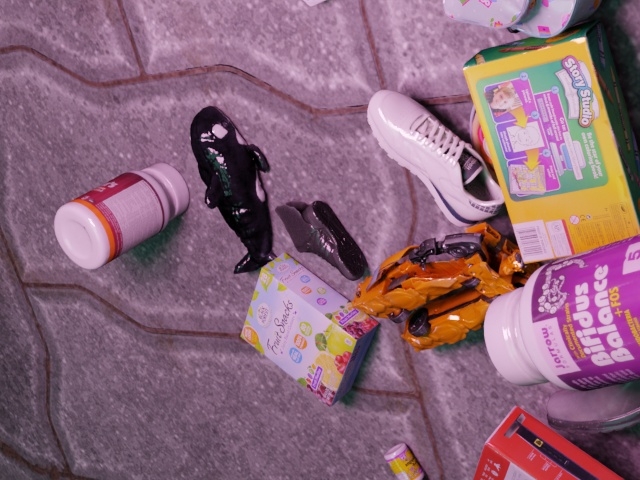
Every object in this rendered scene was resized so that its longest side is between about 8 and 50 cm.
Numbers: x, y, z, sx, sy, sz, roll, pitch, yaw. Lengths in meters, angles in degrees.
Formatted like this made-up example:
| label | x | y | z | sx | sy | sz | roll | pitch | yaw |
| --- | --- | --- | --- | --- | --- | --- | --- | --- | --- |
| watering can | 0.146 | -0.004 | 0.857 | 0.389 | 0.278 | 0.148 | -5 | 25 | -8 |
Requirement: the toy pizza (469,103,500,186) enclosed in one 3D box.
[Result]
| label | x | y | z | sx | sy | sz | roll | pitch | yaw |
| --- | --- | --- | --- | --- | --- | --- | --- | --- | --- |
| toy pizza | 0.283 | -0.131 | 1.569 | 0.201 | 0.032 | 0.201 | 20 | 126 | 30 |

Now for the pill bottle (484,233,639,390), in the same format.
| label | x | y | z | sx | sy | sz | roll | pitch | yaw |
| --- | --- | --- | --- | --- | --- | --- | --- | --- | --- |
| pill bottle | 0.351 | 0.092 | 1.435 | 0.301 | 0.169 | 0.169 | -23 | 98 | 46 |

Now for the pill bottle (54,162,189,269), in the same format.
| label | x | y | z | sx | sy | sz | roll | pitch | yaw |
| --- | --- | --- | --- | --- | --- | --- | --- | --- | --- |
| pill bottle | -0.334 | -0.047 | 2.004 | 0.121 | 0.221 | 0.121 | 20 | 126 | 30 |

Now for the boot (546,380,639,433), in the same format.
| label | x | y | z | sx | sy | sz | roll | pitch | yaw |
| --- | --- | --- | --- | --- | --- | --- | --- | --- | --- |
| boot | 0.421 | 0.123 | 1.566 | 0.338 | 0.118 | 0.222 | -22 | 92 | 38 |

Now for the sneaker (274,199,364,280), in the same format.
| label | x | y | z | sx | sy | sz | roll | pitch | yaw |
| --- | --- | --- | --- | --- | --- | --- | --- | --- | --- |
| sneaker | -0.002 | 0.001 | 1.877 | 0.089 | 0.051 | 0.170 | -36 | 85 | 46 |

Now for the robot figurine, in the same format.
| label | x | y | z | sx | sy | sz | roll | pitch | yaw |
| --- | --- | --- | --- | --- | --- | --- | --- | --- | --- |
| robot figurine | 0.189 | 0.066 | 1.697 | 0.211 | 0.085 | 0.291 | 35 | 140 | -23 |

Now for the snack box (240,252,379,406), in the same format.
| label | x | y | z | sx | sy | sz | roll | pitch | yaw |
| --- | --- | --- | --- | --- | --- | --- | --- | --- | --- |
| snack box | -0.023 | 0.149 | 1.965 | 0.207 | 0.070 | 0.174 | 37 | 134 | 20 |

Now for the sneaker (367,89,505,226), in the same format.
| label | x | y | z | sx | sy | sz | roll | pitch | yaw |
| --- | --- | --- | --- | --- | --- | --- | --- | --- | --- |
| sneaker | 0.164 | -0.125 | 1.618 | 0.235 | 0.090 | 0.095 | 45 | 161 | -4 |

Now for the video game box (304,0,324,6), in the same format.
| label | x | y | z | sx | sy | sz | roll | pitch | yaw |
| --- | --- | --- | --- | --- | --- | --- | --- | --- | --- |
| video game box | -0.002 | -0.413 | 1.569 | 0.205 | 0.048 | 0.187 | -15 | 142 | 44 |

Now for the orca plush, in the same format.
| label | x | y | z | sx | sy | sz | roll | pitch | yaw |
| --- | --- | --- | --- | --- | --- | --- | --- | --- | --- |
| orca plush | -0.165 | -0.069 | 1.933 | 0.151 | 0.102 | 0.287 | 12 | 122 | 35 |

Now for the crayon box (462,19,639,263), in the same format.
| label | x | y | z | sx | sy | sz | roll | pitch | yaw |
| --- | --- | --- | --- | --- | --- | --- | --- | --- | --- |
| crayon box | 0.304 | -0.119 | 1.481 | 0.165 | 0.081 | 0.278 | -10 | 107 | 32 |

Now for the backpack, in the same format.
| label | x | y | z | sx | sy | sz | roll | pitch | yaw |
| --- | --- | --- | --- | --- | --- | --- | --- | --- | --- |
| backpack | 0.244 | -0.328 | 1.412 | 0.188 | 0.144 | 0.166 | 17 | 119 | 29 |

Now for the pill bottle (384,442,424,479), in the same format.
| label | x | y | z | sx | sy | sz | roll | pitch | yaw |
| --- | --- | --- | --- | --- | --- | --- | --- | --- | --- |
| pill bottle | 0.146 | 0.386 | 1.979 | 0.043 | 0.043 | 0.083 | -30 | 94 | 46 |

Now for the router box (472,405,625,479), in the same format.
| label | x | y | z | sx | sy | sz | roll | pitch | yaw |
| --- | --- | --- | --- | --- | --- | --- | --- | --- | --- |
| router box | 0.362 | 0.427 | 1.723 | 0.301 | 0.082 | 0.335 | 34 | 150 | 21 |
